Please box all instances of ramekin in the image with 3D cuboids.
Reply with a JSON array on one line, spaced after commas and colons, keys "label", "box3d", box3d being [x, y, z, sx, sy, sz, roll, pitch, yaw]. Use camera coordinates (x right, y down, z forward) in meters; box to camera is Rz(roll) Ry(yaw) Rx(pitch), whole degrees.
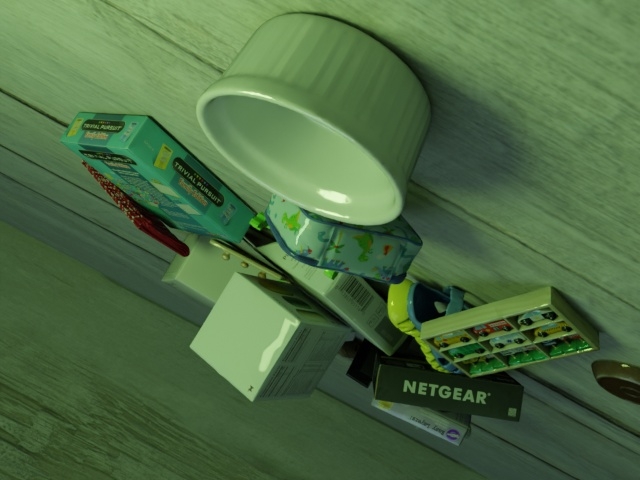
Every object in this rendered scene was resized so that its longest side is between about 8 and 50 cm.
[{"label": "ramekin", "box3d": [0.001, -0.147, 0.924, 0.277, 0.135, 0.277, 24, 163, 8]}]

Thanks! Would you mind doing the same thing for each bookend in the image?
[{"label": "bookend", "box3d": [0.156, 0.285, 1.872, 0.072, 0.156, 0.157, 34, 161, -14]}]

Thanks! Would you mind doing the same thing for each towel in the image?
[{"label": "towel", "box3d": [-0.422, -0.077, 1.737, 0.275, 0.031, 0.199, 43, 179, 30]}]

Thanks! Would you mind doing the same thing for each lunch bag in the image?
[{"label": "lunch bag", "box3d": [0.032, -0.019, 1.143, 0.219, 0.090, 0.176, 11, -155, -30]}]

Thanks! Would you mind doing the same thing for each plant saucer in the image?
[{"label": "plant saucer", "box3d": [0.596, 0.278, 1.430, 0.168, 0.029, 0.168, 25, 162, 9]}]

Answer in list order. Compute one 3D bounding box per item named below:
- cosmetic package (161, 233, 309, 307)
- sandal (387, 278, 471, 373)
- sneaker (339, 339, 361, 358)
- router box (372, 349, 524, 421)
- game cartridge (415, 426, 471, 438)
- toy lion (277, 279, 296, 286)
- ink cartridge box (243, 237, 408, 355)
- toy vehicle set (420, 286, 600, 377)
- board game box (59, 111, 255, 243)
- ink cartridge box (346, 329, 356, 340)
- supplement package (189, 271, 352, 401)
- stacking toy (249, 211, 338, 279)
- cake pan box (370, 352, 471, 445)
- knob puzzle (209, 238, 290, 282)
[{"label": "cosmetic package", "box3d": [-0.211, 0.130, 1.980, 0.365, 0.155, 0.197, 32, 165, -16]}, {"label": "sandal", "box3d": [0.262, 0.178, 1.494, 0.138, 0.126, 0.317, -6, 149, 37]}, {"label": "sneaker", "box3d": [0.117, 0.325, 2.227, 0.071, 0.066, 0.188, -7, 151, 33]}, {"label": "router box", "box3d": [0.274, 0.320, 1.682, 0.309, 0.081, 0.243, 8, 179, 4]}, {"label": "game cartridge", "box3d": [0.270, 0.439, 2.088, 0.198, 0.062, 0.297, 26, -171, -26]}, {"label": "toy lion", "box3d": [-0.069, 0.123, 1.883, 0.100, 0.034, 0.096, 40, -176, -4]}, {"label": "ink cartridge box", "box3d": [-0.004, 0.084, 1.727, 0.385, 0.091, 0.308, 34, 172, 45]}, {"label": "toy vehicle set", "box3d": [0.332, 0.170, 1.336, 0.267, 0.035, 0.166, -23, 132, 40]}, {"label": "board game box", "box3d": [-0.329, -0.128, 1.547, 0.254, 0.079, 0.336, 11, 156, 43]}, {"label": "ink cartridge box", "box3d": [0.037, 0.216, 1.935, 0.109, 0.062, 0.209, -5, 163, -5]}, {"label": "supplement package", "box3d": [-0.103, 0.214, 1.661, 0.199, 0.198, 0.263, 35, -173, 26]}, {"label": "stacking toy", "box3d": [0.000, 0.000, 1.263, 0.167, 0.052, 0.221, 31, -158, 19]}, {"label": "cake pan box", "box3d": [0.273, 0.396, 1.957, 0.246, 0.070, 0.267, 25, -160, 6]}, {"label": "knob puzzle", "box3d": [-0.156, 0.052, 1.662, 0.213, 0.030, 0.213, 27, 179, 1]}]
